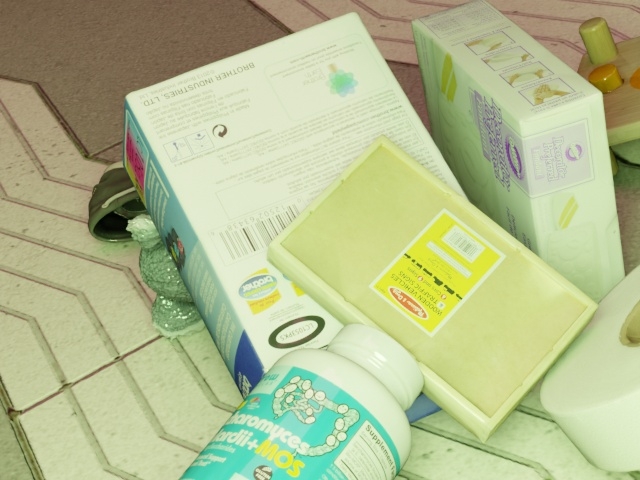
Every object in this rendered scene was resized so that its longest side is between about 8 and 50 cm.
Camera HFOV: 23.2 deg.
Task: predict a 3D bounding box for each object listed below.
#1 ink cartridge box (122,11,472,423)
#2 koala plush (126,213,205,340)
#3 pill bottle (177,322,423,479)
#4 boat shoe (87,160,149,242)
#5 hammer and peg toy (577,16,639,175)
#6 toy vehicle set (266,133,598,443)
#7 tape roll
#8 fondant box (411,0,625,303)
[{"bbox_3d":[0.000,0.000,1.550,0.270,0.151,0.395,-22,66,-16],"label":"ink cartridge box"},{"bbox_3d":[-0.103,0.001,1.721,0.221,0.196,0.203,-21,40,-20],"label":"koala plush"},{"bbox_3d":[-0.019,0.194,1.335,0.146,0.146,0.264,13,51,39],"label":"pill bottle"},{"bbox_3d":[-0.132,-0.050,1.910,0.335,0.112,0.095,-6,42,22],"label":"boat shoe"},{"bbox_3d":[0.466,-0.210,1.839,0.361,0.127,0.266,-15,26,26],"label":"hammer and peg toy"},{"bbox_3d":[0.103,0.039,1.439,0.267,0.035,0.166,40,66,14],"label":"toy vehicle set"},{"bbox_3d":[0.364,0.048,1.350,0.392,0.072,0.392,-39,5,4],"label":"tape roll"},{"bbox_3d":[0.211,-0.098,1.700,0.096,0.238,0.330,-18,29,-10],"label":"fondant box"}]
